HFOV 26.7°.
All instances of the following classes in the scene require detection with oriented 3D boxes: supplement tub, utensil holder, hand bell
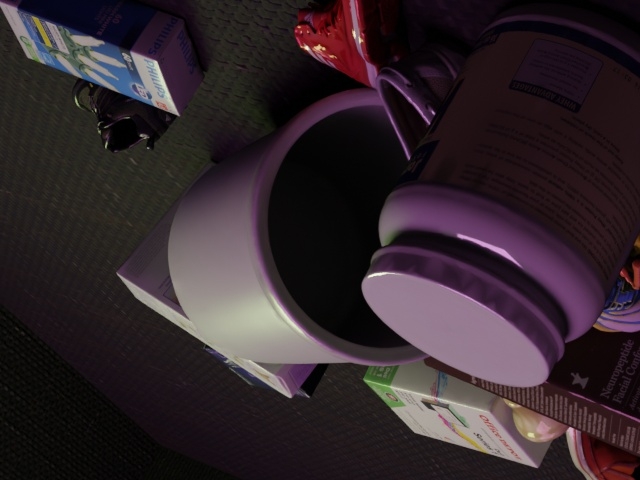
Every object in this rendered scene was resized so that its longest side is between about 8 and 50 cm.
[{"bbox_3d":[0.202,-0.044,1.332,0.235,0.325,0.235,26,159,11],"label":"supplement tub"},{"bbox_3d":[0.000,0.000,1.729,0.327,0.328,0.385,36,162,-16],"label":"utensil holder"},{"bbox_3d":[0.279,0.206,2.052,0.126,0.126,0.242,5,158,49],"label":"hand bell"}]

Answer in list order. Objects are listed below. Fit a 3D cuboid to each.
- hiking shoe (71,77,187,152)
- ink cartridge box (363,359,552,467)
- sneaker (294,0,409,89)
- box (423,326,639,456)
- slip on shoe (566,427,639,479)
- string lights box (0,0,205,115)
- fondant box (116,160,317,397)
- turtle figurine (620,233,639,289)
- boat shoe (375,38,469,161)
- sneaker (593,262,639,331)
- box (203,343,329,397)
[{"bbox_3d":[-0.306,-0.190,1.990,0.226,0.114,0.086,10,152,43],"label":"hiking shoe"},{"bbox_3d":[0.246,0.266,2.305,0.278,0.117,0.201,10,152,43],"label":"ink cartridge box"},{"bbox_3d":[0.018,-0.240,1.475,0.128,0.087,0.221,21,157,20],"label":"sneaker"},{"bbox_3d":[0.339,0.132,1.763,0.381,0.191,0.143,21,158,20],"label":"box"},{"bbox_3d":[0.472,0.341,2.215,0.101,0.123,0.331,-17,133,20],"label":"slip on shoe"},{"bbox_3d":[-0.295,-0.274,1.831,0.259,0.077,0.133,22,157,20],"label":"string lights box"},{"bbox_3d":[-0.109,0.053,2.048,0.330,0.238,0.096,30,162,29],"label":"fondant box"},{"bbox_3d":[0.319,-0.025,1.537,0.217,0.087,0.269,30,-167,17],"label":"turtle figurine"},{"bbox_3d":[0.151,-0.061,1.507,0.118,0.103,0.320,8,122,54],"label":"boat shoe"},{"bbox_3d":[0.328,0.067,1.600,0.240,0.091,0.126,22,-168,-24],"label":"sneaker"},{"bbox_3d":[-0.105,0.221,2.693,0.153,0.108,0.207,42,156,-31],"label":"box"}]
